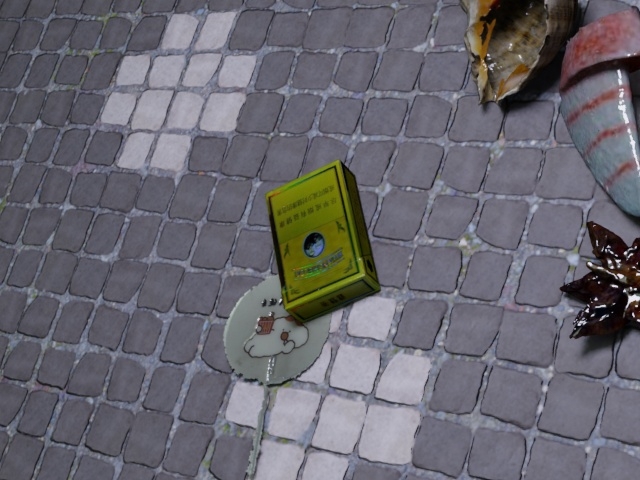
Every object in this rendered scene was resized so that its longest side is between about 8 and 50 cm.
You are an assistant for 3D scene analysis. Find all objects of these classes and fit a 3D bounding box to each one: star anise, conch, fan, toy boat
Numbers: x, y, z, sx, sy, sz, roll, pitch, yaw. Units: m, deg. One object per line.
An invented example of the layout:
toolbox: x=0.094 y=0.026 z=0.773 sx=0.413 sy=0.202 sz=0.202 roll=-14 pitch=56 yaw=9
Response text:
star anise: x=0.383 y=0.068 z=1.528 sx=0.157 sy=0.053 sz=0.212 roll=-33 pitch=55 yaw=13
conch: x=0.299 y=-0.348 z=1.736 sx=0.210 sy=0.159 sz=0.291 roll=16 pitch=115 yaw=45
fan: x=-0.076 y=0.197 z=1.778 sx=0.191 sy=0.009 sz=0.329 roll=-6 pitch=61 yaw=27
toy boat: x=0.398 y=-0.154 z=1.596 sx=0.206 sy=0.096 sz=0.282 roll=142 pitch=123 yaw=-60

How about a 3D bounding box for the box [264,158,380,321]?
box: x=0.000 y=0.000 z=1.798 sx=0.141 sy=0.064 sz=0.220 roll=-23 pitch=57 yaw=19
